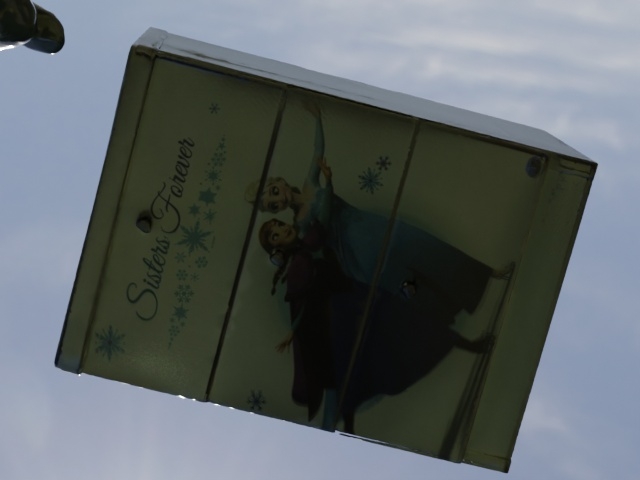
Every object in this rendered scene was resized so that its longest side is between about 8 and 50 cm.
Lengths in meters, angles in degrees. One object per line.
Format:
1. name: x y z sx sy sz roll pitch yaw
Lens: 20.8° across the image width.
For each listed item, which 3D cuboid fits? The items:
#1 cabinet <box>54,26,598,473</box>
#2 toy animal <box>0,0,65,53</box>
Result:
1. cabinet: 0.000 0.000 0.808 0.206 0.145 0.150 14 -171 -5
2. toy animal: -0.187 -0.136 0.696 0.138 0.108 0.236 14 -174 29
